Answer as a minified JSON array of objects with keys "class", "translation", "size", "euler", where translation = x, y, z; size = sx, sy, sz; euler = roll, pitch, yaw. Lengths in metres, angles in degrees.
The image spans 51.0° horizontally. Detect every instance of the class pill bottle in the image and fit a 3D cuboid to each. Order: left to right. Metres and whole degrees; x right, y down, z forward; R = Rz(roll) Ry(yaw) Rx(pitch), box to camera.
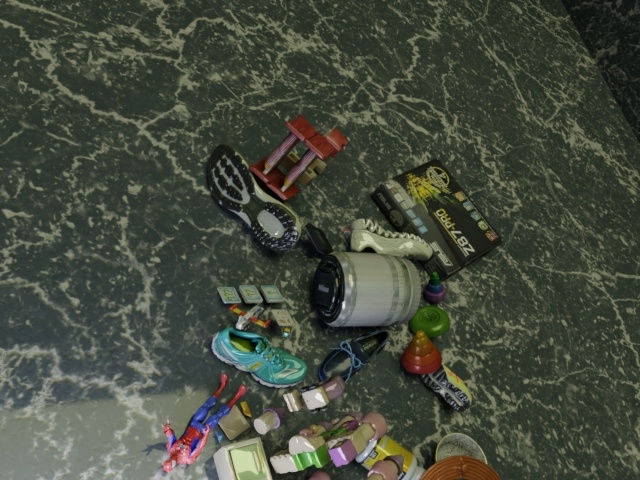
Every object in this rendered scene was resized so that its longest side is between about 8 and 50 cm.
[{"class":"pill bottle","translation":[0.192,0.597,1.802],"size":[0.184,0.103,0.103],"euler":[36,50,-2]}]

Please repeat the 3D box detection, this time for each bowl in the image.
[{"class":"bowl","translation":[0.379,0.636,1.890],"size":[0.170,0.080,0.170],"euler":[13,55,-19]}]

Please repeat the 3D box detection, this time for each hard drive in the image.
[{"class":"hard drive","translation":[0.000,0.000,2.091],"size":[0.094,0.022,0.135],"euler":[61,11,17]}]

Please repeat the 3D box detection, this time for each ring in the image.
[{"class":"ring","translation":[0.377,0.745,1.778],"size":[0.337,0.032,0.336],"euler":[4,79,-23]}]

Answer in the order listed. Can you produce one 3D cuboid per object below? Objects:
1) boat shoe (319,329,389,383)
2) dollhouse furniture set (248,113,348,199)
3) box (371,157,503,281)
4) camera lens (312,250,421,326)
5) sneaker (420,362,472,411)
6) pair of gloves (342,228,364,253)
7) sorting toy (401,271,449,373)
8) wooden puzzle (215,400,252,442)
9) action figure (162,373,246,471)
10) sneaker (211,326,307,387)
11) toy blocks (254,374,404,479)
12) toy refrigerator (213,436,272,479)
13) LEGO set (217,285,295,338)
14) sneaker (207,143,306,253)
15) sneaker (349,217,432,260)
[{"class":"boat shoe","translation":[0.098,0.320,1.943],"size":[0.109,0.089,0.258],"euler":[48,51,8]},{"class":"dollhouse furniture set","translation":[-0.046,-0.284,2.104],"size":[0.152,0.201,0.374],"euler":[44,27,-1]},{"class":"box","translation":[0.411,-0.077,2.367],"size":[0.318,0.097,0.394],"euler":[-25,74,-34]},{"class":"camera lens","translation":[0.130,0.145,1.990],"size":[0.275,0.219,0.219],"euler":[3,59,-26]},{"class":"sneaker","translation":[0.381,0.428,2.042],"size":[0.208,0.081,0.094],"euler":[52,21,20]},{"class":"pair of gloves","translation":[0.167,0.022,2.220],"size":[0.198,0.023,0.159],"euler":[-7,63,-30]},{"class":"sorting toy","translation":[0.330,0.233,2.069],"size":[0.127,0.126,0.365],"euler":[5,42,17]},{"class":"wooden puzzle","translation":[-0.226,0.467,1.728],"size":[0.116,0.014,0.078],"euler":[-20,66,-36]},{"class":"action figure","translation":[-0.290,0.433,1.636],"size":[0.092,0.139,0.280],"euler":[27,51,14]},{"class":"sneaker","translation":[-0.158,0.312,1.801],"size":[0.275,0.110,0.107],"euler":[24,52,-13]},{"class":"toy blocks","translation":[0.039,0.467,1.656],"size":[0.260,0.289,0.308],"euler":[-24,89,-49]},{"class":"toy refrigerator","translation":[-0.164,0.621,1.606],"size":[0.102,0.094,0.269],"euler":[-5,62,-30]},{"class":"LEGO set","translation":[-0.165,0.182,1.852],"size":[0.183,0.060,0.244],"euler":[2,30,-26]},{"class":"sneaker","translation":[-0.192,-0.130,2.090],"size":[0.410,0.158,0.182],"euler":[50,20,12]},{"class":"sneaker","translation":[0.224,0.027,2.177],"size":[0.292,0.110,0.118],"euler":[16,63,-15]}]
